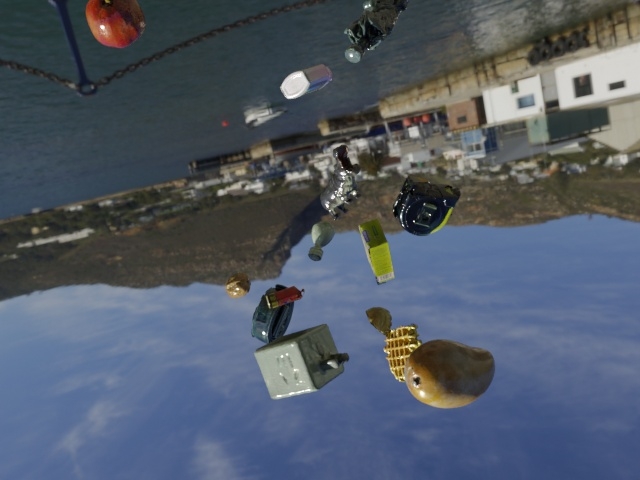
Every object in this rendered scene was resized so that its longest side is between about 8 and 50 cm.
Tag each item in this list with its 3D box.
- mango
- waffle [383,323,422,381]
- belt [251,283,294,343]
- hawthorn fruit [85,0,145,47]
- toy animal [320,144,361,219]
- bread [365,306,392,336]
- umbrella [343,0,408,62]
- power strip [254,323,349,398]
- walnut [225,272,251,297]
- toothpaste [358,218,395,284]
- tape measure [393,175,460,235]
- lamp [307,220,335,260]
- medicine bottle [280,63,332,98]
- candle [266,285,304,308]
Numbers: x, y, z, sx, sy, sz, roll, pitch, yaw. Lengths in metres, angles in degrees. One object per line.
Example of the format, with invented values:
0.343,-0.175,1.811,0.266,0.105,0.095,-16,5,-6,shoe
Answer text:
0.427,0.428,1.754,0.383,0.222,0.199,-3,144,-37,mango
0.353,0.471,2.339,0.065,0.310,0.283,3,-150,-18,waffle
-0.196,0.318,2.317,0.116,0.268,0.206,21,-166,22,belt
-0.649,-0.710,1.680,0.179,0.179,0.200,-13,166,-3,hawthorn fruit
0.097,-0.239,2.265,0.106,0.168,0.343,-33,155,-34,toy animal
0.254,0.329,2.253,0.083,0.094,0.157,34,179,-36,bread
0.149,-0.613,1.520,0.143,0.094,0.349,-14,-146,43,umbrella
-0.033,0.301,1.360,0.224,0.140,0.139,-24,175,36,power strip
-0.271,0.148,1.774,0.096,0.079,0.082,-32,148,32,walnut
0.216,0.048,2.025,0.077,0.110,0.327,-19,150,2,toothpaste
0.341,-0.103,1.750,0.199,0.186,0.112,13,-147,-8,tape measure
0.000,0.000,2.369,0.106,0.106,0.193,-6,-127,36,lamp
-0.035,-0.553,1.844,0.115,0.078,0.219,-26,-172,37,medicine bottle
-0.114,0.185,1.785,0.130,0.052,0.052,-17,-170,-12,candle
